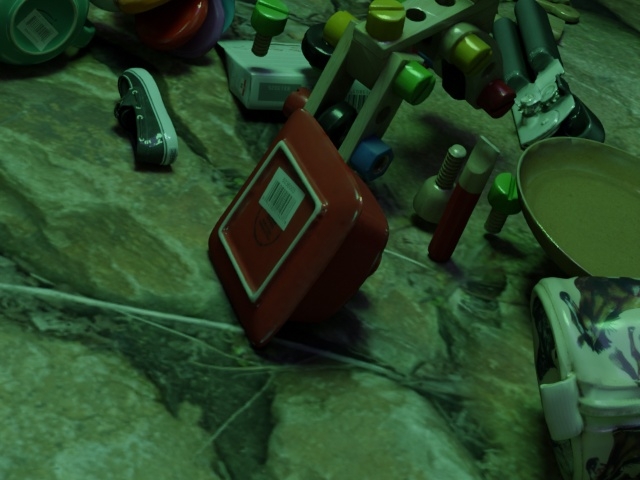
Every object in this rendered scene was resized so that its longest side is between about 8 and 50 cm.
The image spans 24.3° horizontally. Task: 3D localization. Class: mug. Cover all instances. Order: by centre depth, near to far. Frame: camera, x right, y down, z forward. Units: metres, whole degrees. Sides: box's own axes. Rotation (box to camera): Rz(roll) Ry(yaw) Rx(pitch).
[{"bbox_3d":[-0.287,-0.243,1.497,0.157,0.129,0.097,-12,41,-34],"label":"mug"}]

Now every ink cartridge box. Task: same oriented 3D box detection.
[{"bbox_3d":[-0.031,-0.177,1.590,0.145,0.045,0.179,1,16,-18],"label":"ink cartridge box"}]

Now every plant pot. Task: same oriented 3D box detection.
[{"bbox_3d":[0.273,-0.004,1.317,0.236,0.032,0.236,19,35,-14],"label":"plant pot"}]

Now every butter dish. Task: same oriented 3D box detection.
[{"bbox_3d":[0.000,0.000,1.241,0.118,0.160,0.160,21,24,-34],"label":"butter dish"}]

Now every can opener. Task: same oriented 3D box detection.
[{"bbox_3d":[0.245,-0.179,1.666,0.093,0.074,0.280,39,24,-27],"label":"can opener"}]

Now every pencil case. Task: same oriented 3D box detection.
[{"bbox_3d":[0.353,0.095,1.112,0.410,0.160,0.183,-4,0,-3],"label":"pencil case"}]

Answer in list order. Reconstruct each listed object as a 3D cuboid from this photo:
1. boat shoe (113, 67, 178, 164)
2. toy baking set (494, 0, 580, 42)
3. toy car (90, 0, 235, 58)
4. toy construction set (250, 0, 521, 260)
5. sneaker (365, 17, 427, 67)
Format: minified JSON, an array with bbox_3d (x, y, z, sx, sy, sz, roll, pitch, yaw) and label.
[{"bbox_3d":[-0.175,-0.122,1.428,0.040,0.049,0.142,-4,38,-24],"label":"boat shoe"},{"bbox_3d":[0.216,-0.320,1.897,0.256,0.030,0.196,37,33,22],"label":"toy baking set"},{"bbox_3d":[-0.152,-0.261,1.575,0.159,0.136,0.182,-18,-6,21],"label":"toy car"},{"bbox_3d":[0.112,-0.172,1.378,0.257,0.237,0.309,-3,49,-24],"label":"toy construction set"},{"bbox_3d":[0.092,-0.259,1.725,0.128,0.087,0.221,25,21,33],"label":"sneaker"}]
